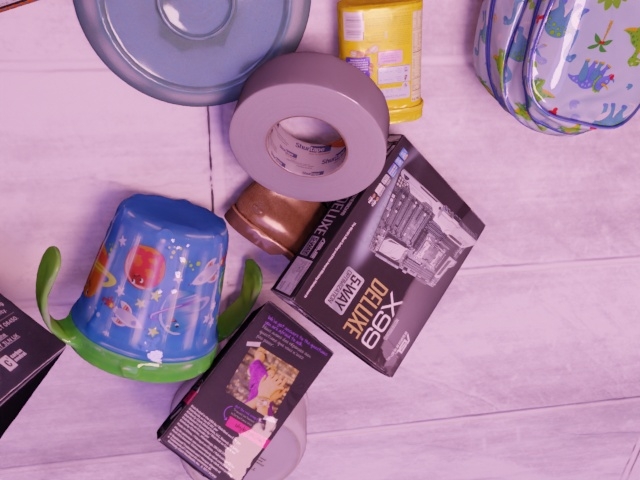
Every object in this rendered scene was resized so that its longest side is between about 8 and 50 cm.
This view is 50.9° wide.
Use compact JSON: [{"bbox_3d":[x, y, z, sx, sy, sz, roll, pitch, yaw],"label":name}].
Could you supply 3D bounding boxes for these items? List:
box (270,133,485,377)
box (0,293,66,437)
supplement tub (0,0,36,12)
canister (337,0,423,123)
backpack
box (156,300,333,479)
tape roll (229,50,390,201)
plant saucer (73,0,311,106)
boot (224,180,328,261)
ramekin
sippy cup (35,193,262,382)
[{"bbox_3d":[0.101,0.026,1.067,0.242,0.076,0.307,42,76,-30],"label":"box"},{"bbox_3d":[-0.690,0.207,0.863,0.471,0.297,0.480,39,109,-5],"label":"box"},{"bbox_3d":[-0.401,-0.340,0.730,0.316,0.193,0.194,-19,124,-1],"label":"supplement tub"},{"bbox_3d":[0.086,-0.258,0.964,0.126,0.073,0.170,-8,122,-7],"label":"canister"},{"bbox_3d":[0.353,-0.319,0.901,0.290,0.273,0.355,8,133,-25],"label":"backpack"},{"bbox_3d":[-0.127,0.250,1.099,0.143,0.165,0.270,40,71,-4],"label":"box"},{"bbox_3d":[-0.014,-0.153,0.945,0.219,0.072,0.219,6,142,5],"label":"tape roll"},{"bbox_3d":[-0.165,-0.320,0.887,0.317,0.044,0.318,-5,123,-9],"label":"plant saucer"},{"bbox_3d":[0.000,0.000,1.098,0.305,0.112,0.115,34,99,-26],"label":"boot"},{"bbox_3d":[-0.148,0.364,1.280,0.272,0.127,0.273,-6,123,-9],"label":"ramekin"},{"bbox_3d":[-0.244,0.058,1.017,0.240,0.305,0.224,24,107,14],"label":"sippy cup"}]
